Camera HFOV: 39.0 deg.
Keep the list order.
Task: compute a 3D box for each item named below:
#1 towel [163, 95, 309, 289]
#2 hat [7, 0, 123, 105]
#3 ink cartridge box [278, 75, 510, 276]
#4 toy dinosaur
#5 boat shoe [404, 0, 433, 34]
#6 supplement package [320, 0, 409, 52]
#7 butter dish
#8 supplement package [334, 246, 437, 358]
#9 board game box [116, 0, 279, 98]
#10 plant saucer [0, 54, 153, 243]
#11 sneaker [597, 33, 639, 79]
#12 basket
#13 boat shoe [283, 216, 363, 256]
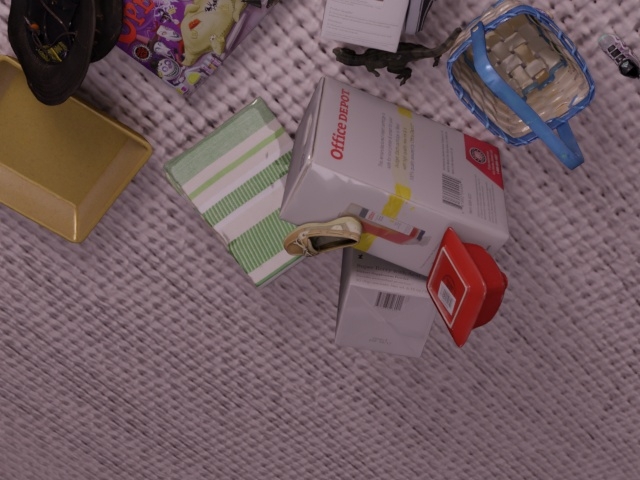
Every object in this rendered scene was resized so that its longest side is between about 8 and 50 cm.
[{"bbox_3d":[-0.123,-0.087,1.806,0.248,0.038,0.325,-34,108,9],"label":"towel"},{"bbox_3d":[-0.417,-0.399,1.555,0.134,0.331,0.331,-9,144,-41],"label":"hat"},{"bbox_3d":[0.136,-0.109,1.679,0.384,0.279,0.160,21,131,-12],"label":"ink cartridge box"},{"bbox_3d":[0.151,-0.325,1.603,0.268,0.064,0.118,-3,172,35],"label":"toy dinosaur"},{"bbox_3d":[0.196,-0.448,1.519,0.076,0.080,0.228,11,123,-2],"label":"boat shoe"},{"bbox_3d":[0.089,-0.456,1.476,0.134,0.139,0.244,11,131,-2],"label":"supplement package"},{"bbox_3d":[0.269,0.077,1.564,0.118,0.160,0.160,-5,135,-22],"label":"butter dish"},{"bbox_3d":[0.135,0.060,1.811,0.177,0.293,0.175,9,131,-3],"label":"supplement package"},{"bbox_3d":[-0.212,-0.426,1.594,0.208,0.056,0.347,38,124,-19],"label":"board game box"},{"bbox_3d":[-0.544,-0.187,1.807,0.333,0.081,0.333,32,126,-20],"label":"plant saucer"},{"bbox_3d":[0.532,-0.320,1.595,0.098,0.069,0.038,30,126,-19],"label":"sneaker"},{"bbox_3d":[0.333,-0.270,1.512,0.201,0.289,0.255,-34,120,29],"label":"basket"},{"bbox_3d":[0.001,0.001,1.575,0.153,0.048,0.056,-12,132,21],"label":"boat shoe"}]
